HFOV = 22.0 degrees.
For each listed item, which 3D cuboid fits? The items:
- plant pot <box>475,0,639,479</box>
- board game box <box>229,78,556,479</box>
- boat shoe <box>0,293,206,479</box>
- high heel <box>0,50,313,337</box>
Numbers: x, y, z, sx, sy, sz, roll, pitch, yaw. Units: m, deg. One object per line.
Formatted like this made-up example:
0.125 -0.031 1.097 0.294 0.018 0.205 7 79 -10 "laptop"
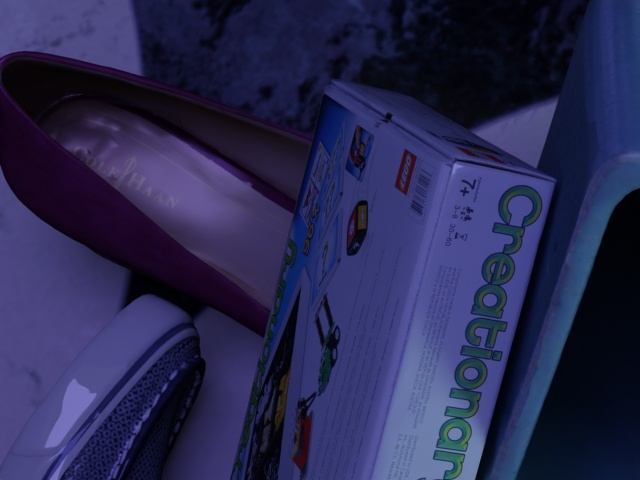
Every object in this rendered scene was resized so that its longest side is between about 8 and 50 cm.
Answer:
0.208 -0.001 0.760 0.247 0.247 0.252 9 40 -4 "plant pot"
0.014 0.090 0.770 0.053 0.193 0.305 10 102 -17 "board game box"
-0.114 0.207 0.860 0.158 0.127 0.340 28 84 13 "boat shoe"
0.000 0.000 0.876 0.377 0.181 0.127 13 71 15 "high heel"
